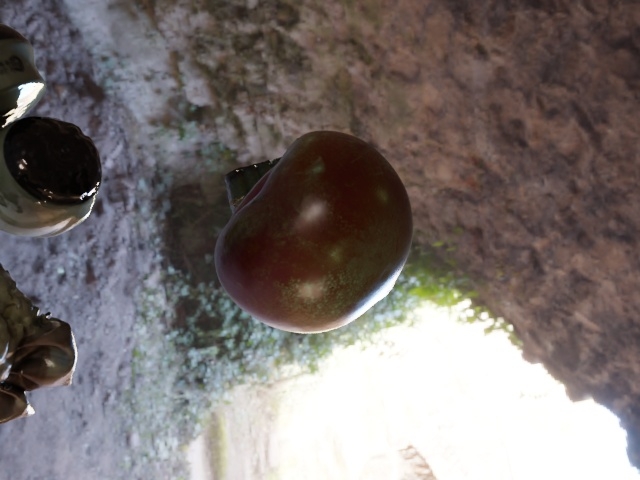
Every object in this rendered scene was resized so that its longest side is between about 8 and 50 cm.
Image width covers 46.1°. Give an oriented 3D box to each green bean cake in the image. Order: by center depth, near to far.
[{"bbox_3d":[-0.104,-0.084,1.589,0.181,0.173,0.094,89,-15,-60],"label":"green bean cake"}]

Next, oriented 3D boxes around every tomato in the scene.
[{"bbox_3d":[0.000,0.000,0.976,0.222,0.270,0.270,36,8,-8],"label":"tomato"}]

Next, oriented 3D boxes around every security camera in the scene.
[{"bbox_3d":[-0.416,-0.129,1.006,0.277,0.191,0.197,57,35,-6],"label":"security camera"}]

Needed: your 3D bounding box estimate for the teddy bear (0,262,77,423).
[{"bbox_3d":[-0.422,0.097,0.639,0.362,0.327,0.375,46,10,-11],"label":"teddy bear"}]
